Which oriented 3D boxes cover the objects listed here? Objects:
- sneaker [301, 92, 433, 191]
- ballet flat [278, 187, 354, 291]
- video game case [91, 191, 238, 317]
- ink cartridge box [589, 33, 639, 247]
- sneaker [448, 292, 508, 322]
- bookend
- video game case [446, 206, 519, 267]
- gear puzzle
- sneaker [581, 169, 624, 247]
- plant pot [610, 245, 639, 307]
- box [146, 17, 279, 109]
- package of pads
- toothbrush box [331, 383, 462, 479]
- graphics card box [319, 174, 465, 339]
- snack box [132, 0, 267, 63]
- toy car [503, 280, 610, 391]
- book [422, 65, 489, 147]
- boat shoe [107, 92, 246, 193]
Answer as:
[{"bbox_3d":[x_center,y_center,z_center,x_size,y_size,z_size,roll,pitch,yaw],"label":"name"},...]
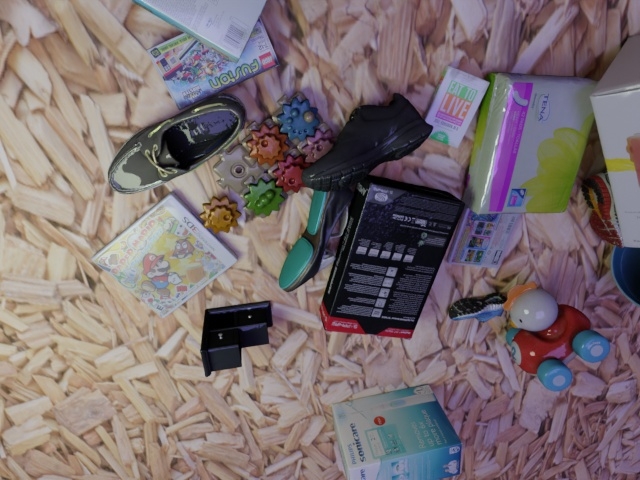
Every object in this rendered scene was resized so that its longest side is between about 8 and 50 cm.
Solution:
[{"bbox_3d":[0.078,-0.195,0.837,0.286,0.109,0.130,-29,83,-15],"label":"sneaker"},{"bbox_3d":[0.000,0.000,0.929,0.096,0.095,0.280,13,111,-29],"label":"ballet flat"},{"bbox_3d":[-0.333,0.039,0.915,0.227,0.026,0.206,-37,115,7],"label":"video game case"},{"bbox_3d":[0.721,-0.213,0.870,0.279,0.160,0.384,-47,120,-27],"label":"ink cartridge box"},{"bbox_3d":[0.420,0.194,1.114,0.162,0.063,0.073,-9,119,-7],"label":"sneaker"},{"bbox_3d":[-0.184,0.218,0.953,0.156,0.157,0.072,-6,115,-7],"label":"bookend"},{"bbox_3d":[0.402,-0.008,1.042,0.143,0.019,0.157,6,114,-13],"label":"video game case"},{"bbox_3d":[-0.118,-0.136,0.857,0.339,0.044,0.175,-39,120,7],"label":"gear puzzle"},{"bbox_3d":[0.732,-0.076,1.038,0.093,0.088,0.225,-30,116,2],"label":"sneaker"},{"bbox_3d":[0.945,0.078,1.064,0.255,0.271,0.271,17,110,-32],"label":"plant pot"},{"bbox_3d":[-0.192,-0.335,0.767,0.207,0.036,0.114,-25,117,1],"label":"box"},{"bbox_3d":[0.458,-0.205,0.918,0.229,0.101,0.296,-2,115,-10],"label":"package of pads"},{"bbox_3d":[0.196,0.536,1.140,0.296,0.216,0.126,-10,115,-5],"label":"toothbrush box"},{"bbox_3d":[0.155,0.047,0.977,0.233,0.094,0.370,9,113,-14],"label":"graphics card box"},{"bbox_3d":[-0.146,-0.482,0.668,0.187,0.060,0.321,25,97,-21],"label":"snack box"},{"bbox_3d":[0.543,0.209,1.074,0.238,0.219,0.210,43,101,-10],"label":"toy car"},{"bbox_3d":[0.277,-0.281,0.889,0.096,0.035,0.144,16,112,-13],"label":"book"},{"bbox_3d":[-0.276,-0.176,0.791,0.305,0.091,0.109,-30,117,3],"label":"boat shoe"}]
